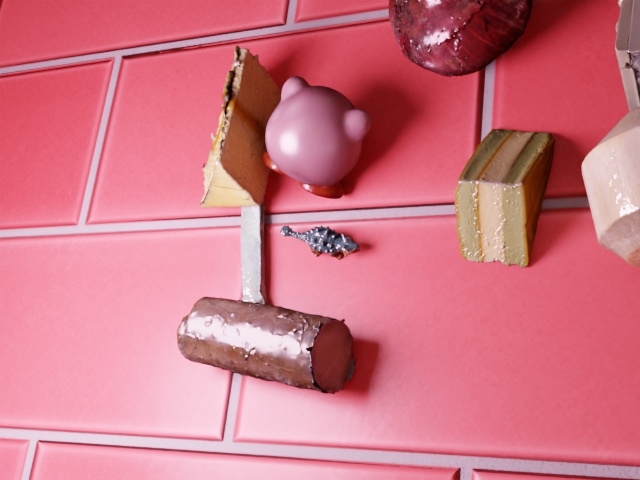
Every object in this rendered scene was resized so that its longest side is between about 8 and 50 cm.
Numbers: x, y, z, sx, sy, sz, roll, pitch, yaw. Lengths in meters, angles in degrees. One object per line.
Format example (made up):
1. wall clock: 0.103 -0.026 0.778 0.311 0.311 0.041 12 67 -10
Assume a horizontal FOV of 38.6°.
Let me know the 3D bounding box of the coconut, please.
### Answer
1. coconut: 0.467 -0.081 1.257 0.202 0.202 0.222 -11 68 21

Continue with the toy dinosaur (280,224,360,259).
1. toy dinosaur: 0.000 0.000 1.526 0.154 0.055 0.049 12 78 26

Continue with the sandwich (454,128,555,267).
1. sandwich: 0.296 -0.073 1.441 0.117 0.144 0.187 8 37 28

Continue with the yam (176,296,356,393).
1. yam: -0.089 0.160 1.458 0.279 0.131 0.131 9 73 30

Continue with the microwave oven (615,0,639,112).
1. microwave oven: 0.524 -0.255 1.276 0.194 0.240 0.145 7 71 27

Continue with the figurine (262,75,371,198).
1. figurine: -0.009 -0.177 1.537 0.173 0.173 0.173 -10 65 21

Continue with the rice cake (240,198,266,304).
1. rice cake: -0.116 0.020 1.583 0.043 0.034 0.211 -8 65 13

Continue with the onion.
1. onion: 0.220 -0.397 1.493 0.252 0.219 0.252 -14 65 32

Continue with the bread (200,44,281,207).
1. bread: -0.145 -0.187 1.626 0.178 0.141 0.266 -34 38 54
